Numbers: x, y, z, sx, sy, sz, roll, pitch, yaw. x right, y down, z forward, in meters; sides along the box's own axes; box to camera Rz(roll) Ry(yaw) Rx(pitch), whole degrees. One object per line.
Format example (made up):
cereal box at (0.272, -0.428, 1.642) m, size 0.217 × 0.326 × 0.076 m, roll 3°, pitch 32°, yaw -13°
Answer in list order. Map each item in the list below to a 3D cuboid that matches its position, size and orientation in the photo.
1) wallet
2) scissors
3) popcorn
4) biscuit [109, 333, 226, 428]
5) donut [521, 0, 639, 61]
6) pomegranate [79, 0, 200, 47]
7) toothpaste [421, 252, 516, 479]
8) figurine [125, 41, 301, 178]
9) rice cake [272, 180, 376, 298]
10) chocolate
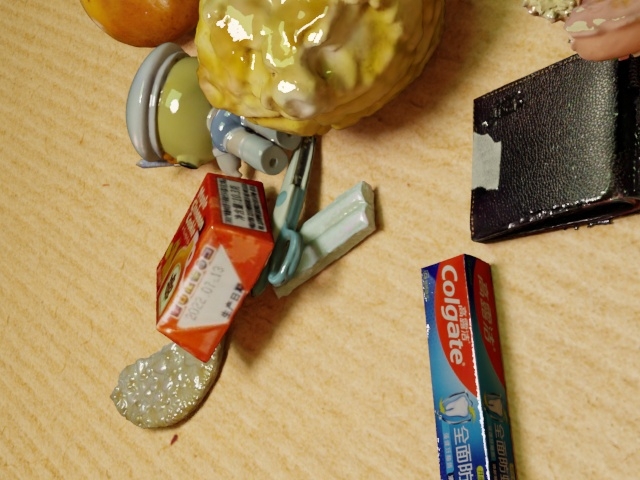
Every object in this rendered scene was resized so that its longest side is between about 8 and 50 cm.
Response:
wallet at (0.295, -0.121, 1.277) m, size 0.262 × 0.071 × 0.221 m, roll -16°, pitch 65°, yaw 47°
scissors at (-0.050, -0.049, 1.563) m, size 0.138 × 0.041 × 0.289 m, roll -28°, pitch 43°, yaw 54°
popcorn at (0.001, -0.319, 1.455) m, size 0.390 × 0.354 × 0.344 m, roll 127°, pitch 150°, yaw -82°
biscuit at (-0.253, 0.243, 1.703) m, size 0.290 × 0.038 × 0.141 m, roll -31°, pitch 59°, yaw 29°
donut at (0.360, -0.299, 1.216) m, size 0.199 × 0.085 × 0.233 m, roll -23°, pitch 33°, yaw 4°
pomegranate at (-0.340, -0.498, 1.903) m, size 0.264 × 0.264 × 0.264 m, roll -17°, pitch 64°, yaw 40°
toothpaste at (0.187, 0.180, 1.274) m, size 0.076 × 0.066 × 0.320 m, roll -23°, pitch 61°, yaw 38°
figurine at (-0.182, -0.228, 1.693) m, size 0.382 × 0.205 × 0.225 m, roll 8°, pitch 75°, yaw 43°
rice cake at (0.000, 0.000, 1.539) m, size 0.226 × 0.040 × 0.085 m, roll -36°, pitch 51°, yaw 31°
chocolate at (-0.173, 0.030, 1.586) m, size 0.235 × 0.108 × 0.237 m, roll -58°, pitch 19°, yaw 21°
